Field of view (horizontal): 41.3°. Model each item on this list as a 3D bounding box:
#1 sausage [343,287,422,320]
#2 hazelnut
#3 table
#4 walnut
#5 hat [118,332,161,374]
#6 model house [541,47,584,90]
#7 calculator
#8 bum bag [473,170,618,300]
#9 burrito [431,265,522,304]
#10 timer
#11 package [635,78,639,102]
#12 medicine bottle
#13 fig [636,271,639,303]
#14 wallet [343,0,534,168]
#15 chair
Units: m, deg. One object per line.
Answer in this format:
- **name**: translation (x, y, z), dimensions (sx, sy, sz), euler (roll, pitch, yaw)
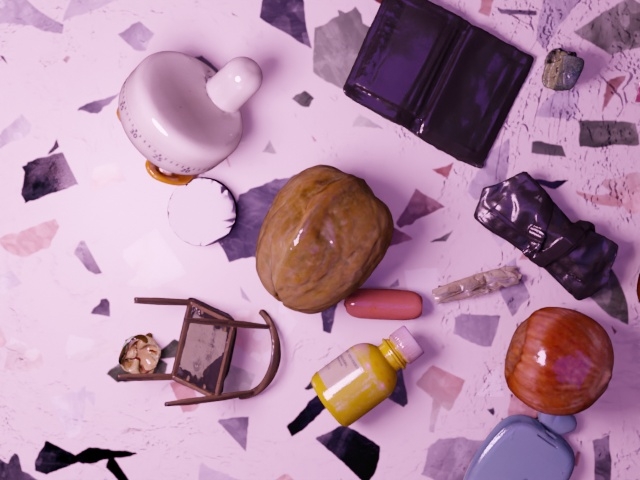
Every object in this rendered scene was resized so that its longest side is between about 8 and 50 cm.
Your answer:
- **sausage**: translation (0.123, 0.125, 1.667), dimensions (0.154, 0.062, 0.062), euler (3, 95, -2)
- **hazelnut**: translation (0.459, 0.232, 1.623), dimensions (0.214, 0.176, 0.214), euler (-8, 78, 41)
- **table**: translation (-0.229, -0.056, 1.649), dimensions (0.133, 0.043, 0.134), euler (0, 94, -2)
- **walnut**: translation (0.000, 0.000, 1.568), dimensions (0.227, 0.283, 0.283), euler (35, 93, 25)
- **hat**: translation (-0.354, 0.220, 1.663), dimensions (0.076, 0.059, 0.077), euler (24, 99, -20)
- **model house**: translation (0.468, -0.330, 1.630), dimensions (0.066, 0.083, 0.079), euler (15, 95, -1)
- **calculator**: translation (0.405, 0.462, 1.716), dimensions (0.188, 0.042, 0.303), euler (34, 96, -4)
- **bum bag**: translation (0.446, -0.014, 1.663), dimensions (0.310, 0.074, 0.137), euler (37, 103, -4)
- **burrito**: translation (0.310, 0.089, 1.682), dimensions (0.185, 0.041, 0.045), euler (-17, 86, -3)
- **timer**: translation (-0.237, -0.242, 1.534), dimensions (0.240, 0.233, 0.233), euler (-34, 96, 39)
- **package**: translation (0.665, -0.295, 1.667), dimensions (0.083, 0.029, 0.059), euler (7, 102, 8)
- **medicine bottle**: translation (0.097, 0.253, 1.649), dimensions (0.212, 0.122, 0.122), euler (-37, 95, 1)
- **fig**: translation (0.711, 0.025, 1.649), dimensions (0.145, 0.170, 0.274), euler (19, 74, -22)
- **wallet**: translation (0.225, -0.315, 1.644), dimensions (0.322, 0.041, 0.247), euler (25, 94, -7)
- **chair**: translation (-0.223, 0.210, 1.617), dimensions (0.166, 0.272, 0.188), euler (17, 94, 40)
